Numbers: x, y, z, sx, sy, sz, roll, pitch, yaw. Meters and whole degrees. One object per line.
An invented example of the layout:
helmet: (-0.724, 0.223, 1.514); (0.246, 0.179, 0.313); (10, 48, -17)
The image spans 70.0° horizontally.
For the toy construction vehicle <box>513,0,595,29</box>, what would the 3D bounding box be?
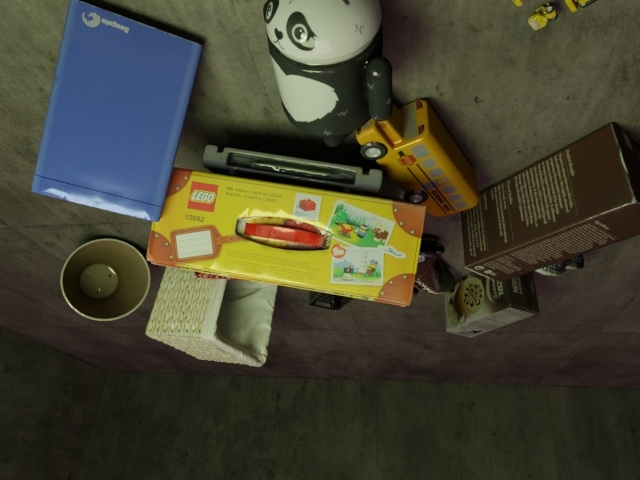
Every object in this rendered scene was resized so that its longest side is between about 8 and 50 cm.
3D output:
toy construction vehicle: (0.343, -0.359, 0.664); (0.086, 0.035, 0.098); (15, 154, -39)

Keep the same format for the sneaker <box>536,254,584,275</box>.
sneaker: (0.592, 0.048, 1.222); (0.297, 0.111, 0.129); (5, 166, -41)

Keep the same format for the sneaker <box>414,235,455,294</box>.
sneaker: (0.336, 0.071, 1.366); (0.281, 0.106, 0.162); (21, 144, -26)

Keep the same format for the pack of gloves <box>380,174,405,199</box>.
pack of gloves: (0.091, -0.101, 1.151); (0.232, 0.046, 0.195); (9, 152, -7)

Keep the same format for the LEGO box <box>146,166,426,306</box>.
LEGO box: (-0.054, 0.000, 1.016); (0.500, 0.193, 0.372); (9, 177, 5)

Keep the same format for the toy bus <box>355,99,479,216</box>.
toy bus: (0.203, -0.172, 0.938); (0.130, 0.108, 0.332); (-17, 144, 33)

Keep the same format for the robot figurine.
robot figurine: (0.009, -0.276, 0.714); (0.209, 0.174, 0.278); (2, 151, 7)

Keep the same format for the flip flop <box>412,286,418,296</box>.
flip flop: (0.216, 0.149, 1.441); (0.112, 0.080, 0.277); (31, 173, -16)

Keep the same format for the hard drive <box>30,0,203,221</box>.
hard drive: (-0.347, -0.211, 0.785); (0.210, 0.319, 0.040); (14, -171, -17)

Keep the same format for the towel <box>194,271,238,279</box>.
towel: (-0.217, 0.058, 1.304); (0.274, 0.199, 0.031); (4, 112, -17)

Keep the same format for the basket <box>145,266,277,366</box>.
basket: (-0.339, 0.217, 1.504); (0.266, 0.331, 0.328); (-5, 150, 22)

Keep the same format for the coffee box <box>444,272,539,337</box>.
coffee box: (0.540, 0.189, 1.479); (0.118, 0.168, 0.297); (16, 149, -19)

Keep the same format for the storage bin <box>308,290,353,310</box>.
storage bin: (0.041, 0.176, 1.620); (0.122, 0.084, 0.180); (14, 149, -15)

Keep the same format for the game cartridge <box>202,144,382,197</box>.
game cartridge: (-0.047, -0.128, 0.990); (0.355, 0.068, 0.230); (9, 173, 7)

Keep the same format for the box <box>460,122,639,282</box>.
box: (0.503, -0.063, 1.009); (0.143, 0.191, 0.381); (21, 148, -27)

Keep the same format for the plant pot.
plant pot: (-0.733, 0.133, 1.541); (0.256, 0.257, 0.274); (21, 164, -27)
